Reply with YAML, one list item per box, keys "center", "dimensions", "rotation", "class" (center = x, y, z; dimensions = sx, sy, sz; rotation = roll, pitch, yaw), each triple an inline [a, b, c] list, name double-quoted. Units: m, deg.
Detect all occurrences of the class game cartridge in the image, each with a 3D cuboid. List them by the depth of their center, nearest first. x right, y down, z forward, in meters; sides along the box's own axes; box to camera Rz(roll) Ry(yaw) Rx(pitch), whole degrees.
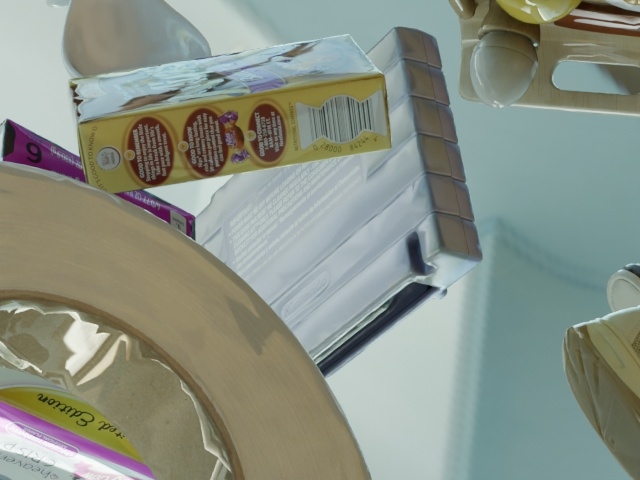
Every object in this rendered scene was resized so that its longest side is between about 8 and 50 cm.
- center: [0.000, 0.000, 1.686]
  dimensions: [0.068, 0.355, 0.230]
  rotation: [16, -128, -30]
  class: "game cartridge"

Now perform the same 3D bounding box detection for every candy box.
- center: [-0.059, -0.079, 1.211]
  dimensions: [0.109, 0.186, 0.053]
  rotation: [-120, 20, -68]
  class: "candy box"
- center: [-0.158, 0.052, 1.245]
  dimensions: [0.159, 0.071, 0.233]
  rotation: [28, -141, -30]
  class: "candy box"

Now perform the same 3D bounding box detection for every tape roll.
- center: [-0.144, 0.130, 0.998]
  dimensions: [0.392, 0.072, 0.392]
  rotation: [23, -137, -23]
  class: "tape roll"

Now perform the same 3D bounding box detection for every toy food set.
- center: [0.157, -0.158, 1.327]
  dimensions: [0.306, 0.219, 0.092]
  rotation: [43, -122, -63]
  class: "toy food set"

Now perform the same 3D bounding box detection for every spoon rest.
- center: [-0.197, -0.205, 1.852]
  dimensions: [0.137, 0.084, 0.276]
  rotation: [-13, -145, -21]
  class: "spoon rest"

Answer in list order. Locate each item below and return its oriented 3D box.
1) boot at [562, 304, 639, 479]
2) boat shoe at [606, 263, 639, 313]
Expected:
- center: [0.300, 0.122, 1.226]
  dimensions: [0.203, 0.095, 0.262]
  rotation: [-23, -123, -18]
  class: "boot"
- center: [0.308, 0.074, 1.687]
  dimensions: [0.075, 0.065, 0.206]
  rotation: [33, 165, 46]
  class: "boat shoe"
